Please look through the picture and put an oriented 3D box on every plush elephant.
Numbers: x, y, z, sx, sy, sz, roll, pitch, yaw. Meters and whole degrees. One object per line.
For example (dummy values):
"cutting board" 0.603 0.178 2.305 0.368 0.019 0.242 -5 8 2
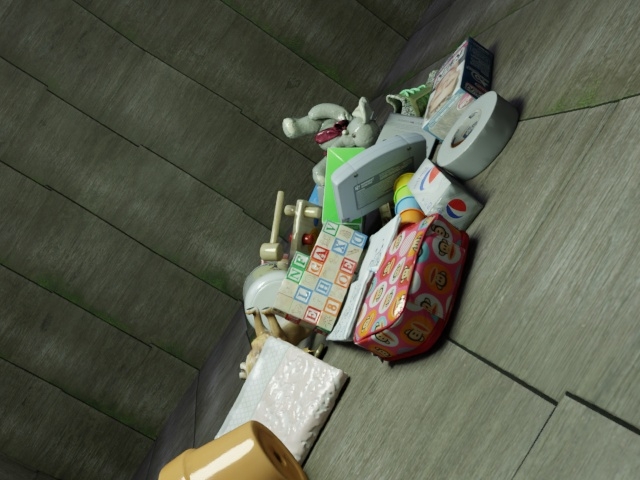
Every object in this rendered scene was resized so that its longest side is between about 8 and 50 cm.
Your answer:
"plush elephant" 0.088 -0.341 1.912 0.330 0.271 0.255 -29 21 -10

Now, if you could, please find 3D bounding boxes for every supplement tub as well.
"supplement tub" -0.153 0.211 2.020 0.235 0.236 0.325 -58 11 0

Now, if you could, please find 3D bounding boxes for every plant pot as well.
"plant pot" -0.156 0.512 1.171 0.203 0.291 0.291 -42 11 -3

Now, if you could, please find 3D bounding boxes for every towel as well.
"towel" -0.110 0.427 1.430 0.317 0.053 0.331 16 74 52

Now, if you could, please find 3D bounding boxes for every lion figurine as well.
"lion figurine" -0.103 0.277 1.727 0.142 0.240 0.392 -9 15 39

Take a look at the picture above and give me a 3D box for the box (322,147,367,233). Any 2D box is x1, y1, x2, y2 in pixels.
"box" 0.084 -0.126 1.816 0.231 0.127 0.261 78 -165 -68

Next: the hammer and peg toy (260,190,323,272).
"hammer and peg toy" -0.052 -0.010 1.904 0.361 0.128 0.265 16 -99 -66

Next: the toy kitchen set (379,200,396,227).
"toy kitchen set" 0.213 -0.093 1.729 0.068 0.083 0.075 -13 22 8

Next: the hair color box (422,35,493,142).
"hair color box" 0.420 -0.459 1.732 0.174 0.105 0.347 -48 15 43

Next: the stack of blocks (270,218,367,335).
"stack of blocks" -0.003 0.095 1.604 0.087 0.171 0.297 116 177 -70

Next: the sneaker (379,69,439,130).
"sneaker" 0.327 -0.484 1.995 0.158 0.182 0.410 -41 19 56

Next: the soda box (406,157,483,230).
"soda box" 0.288 -0.111 1.362 0.091 0.098 0.286 -54 11 16

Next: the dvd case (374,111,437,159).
"dvd case" 0.270 -0.306 1.807 0.029 0.180 0.238 80 -150 -53

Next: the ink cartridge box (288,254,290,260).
"ink cartridge box" 0.000 0.000 2.232 0.289 0.122 0.211 -52 12 24

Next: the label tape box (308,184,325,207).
"label tape box" 0.096 -0.250 2.137 0.348 0.115 0.249 -6 43 32

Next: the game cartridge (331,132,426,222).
"game cartridge" 0.168 -0.182 1.608 0.294 0.060 0.196 -28 -36 -13

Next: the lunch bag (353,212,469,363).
"lunch bag" 0.175 0.104 1.197 0.258 0.120 0.293 -40 21 58

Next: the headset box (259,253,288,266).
"headset box" -0.202 0.173 2.328 0.218 0.110 0.292 125 154 -81

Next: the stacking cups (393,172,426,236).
"stacking cups" 0.232 -0.062 1.495 0.096 0.096 0.316 -50 15 34

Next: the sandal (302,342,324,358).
"sandal" -0.043 0.341 1.669 0.180 0.049 0.072 -42 18 57

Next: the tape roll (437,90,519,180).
"tape roll" 0.385 -0.257 1.410 0.219 0.072 0.219 -55 11 15

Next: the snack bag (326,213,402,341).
"snack bag" 0.108 0.104 1.483 0.323 0.037 0.342 122 171 -79
